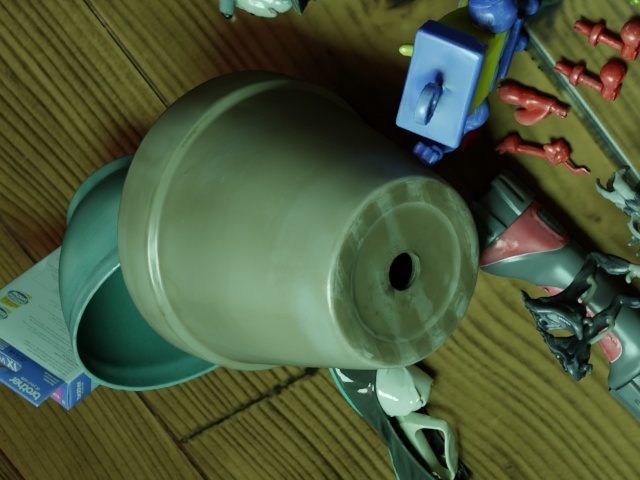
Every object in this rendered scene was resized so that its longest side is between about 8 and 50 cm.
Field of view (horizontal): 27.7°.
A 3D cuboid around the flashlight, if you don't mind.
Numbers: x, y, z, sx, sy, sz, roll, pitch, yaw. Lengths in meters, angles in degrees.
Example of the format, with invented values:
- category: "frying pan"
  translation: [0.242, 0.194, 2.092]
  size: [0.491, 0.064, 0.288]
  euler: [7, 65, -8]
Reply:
- category: "flashlight"
  translation: [0.262, 0.065, 1.355]
  size: [0.304, 0.103, 0.103]
  euler: [47, 165, 1]

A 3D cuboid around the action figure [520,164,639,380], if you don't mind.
- category: "action figure"
  translation: [0.317, 0.004, 1.216]
  size: [0.164, 0.275, 0.141]
  euler: [54, -177, -42]

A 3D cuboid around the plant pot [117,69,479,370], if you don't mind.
- category: "plant pot"
  translation: [0.000, 0.000, 1.316]
  size: [0.280, 0.323, 0.323]
  euler: [17, 131, 51]

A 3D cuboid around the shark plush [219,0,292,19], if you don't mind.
- category: "shark plush"
  translation: [-0.088, -0.314, 1.429]
  size: [0.067, 0.073, 0.161]
  euler: [-30, 77, 28]

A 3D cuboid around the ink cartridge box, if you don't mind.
- category: "ink cartridge box"
  translation: [-0.327, 0.103, 1.719]
  size: [0.185, 0.311, 0.065]
  euler: [29, 134, 22]

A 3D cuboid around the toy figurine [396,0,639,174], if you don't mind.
- category: "toy figurine"
  translation: [0.165, -0.174, 1.172]
  size: [0.191, 0.217, 0.362]
  euler: [32, 136, 18]

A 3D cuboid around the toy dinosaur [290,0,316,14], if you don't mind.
- category: "toy dinosaur"
  translation: [-0.022, -0.357, 1.245]
  size: [0.164, 0.322, 0.218]
  euler: [-36, 106, 5]

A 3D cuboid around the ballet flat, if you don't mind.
- category: "ballet flat"
  translation: [0.108, 0.211, 1.606]
  size: [0.096, 0.095, 0.280]
  euler: [-12, 122, 34]

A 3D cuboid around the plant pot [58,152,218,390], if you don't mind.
- category: "plant pot"
  translation: [-0.200, 0.014, 1.602]
  size: [0.196, 0.293, 0.293]
  euler: [56, 146, 34]
